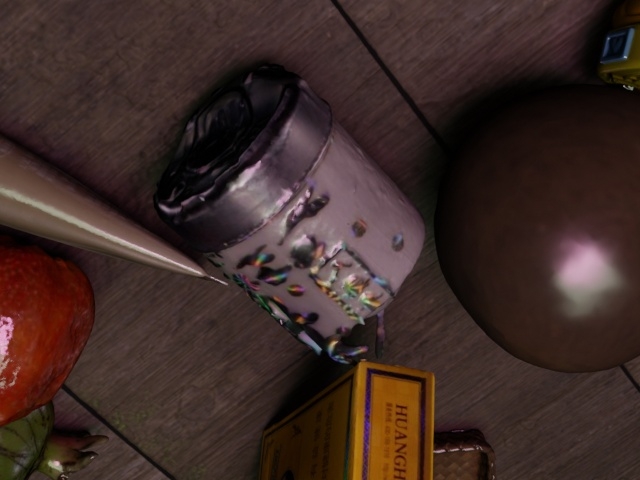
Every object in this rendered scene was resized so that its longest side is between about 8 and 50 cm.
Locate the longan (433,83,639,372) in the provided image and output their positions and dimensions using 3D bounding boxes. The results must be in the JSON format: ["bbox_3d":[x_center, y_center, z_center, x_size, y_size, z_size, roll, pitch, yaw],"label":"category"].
[{"bbox_3d":[0.241,-0.017,0.843,0.300,0.300,0.243,-21,135,3],"label":"longan"}]

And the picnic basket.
[{"bbox_3d":[0.159,0.319,1.146,0.110,0.055,0.193,-3,118,-6],"label":"picnic basket"}]

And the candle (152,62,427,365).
[{"bbox_3d":[0.000,0.000,0.886,0.187,0.187,0.330,-39,118,12],"label":"candle"}]

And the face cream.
[{"bbox_3d":[-0.253,-0.033,0.873,0.341,0.137,0.084,26,81,-17],"label":"face cream"}]

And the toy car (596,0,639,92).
[{"bbox_3d":[0.390,-0.183,0.853,0.248,0.200,0.142,14,93,-17],"label":"toy car"}]

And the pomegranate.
[{"bbox_3d":[-0.331,0.223,0.984,0.191,0.131,0.152,31,106,-30],"label":"pomegranate"}]

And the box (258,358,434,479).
[{"bbox_3d":[0.013,0.259,0.935,0.084,0.192,0.301,14,152,-16],"label":"box"}]

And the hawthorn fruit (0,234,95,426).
[{"bbox_3d":[-0.309,0.083,0.885,0.173,0.173,0.179,11,101,-14],"label":"hawthorn fruit"}]
